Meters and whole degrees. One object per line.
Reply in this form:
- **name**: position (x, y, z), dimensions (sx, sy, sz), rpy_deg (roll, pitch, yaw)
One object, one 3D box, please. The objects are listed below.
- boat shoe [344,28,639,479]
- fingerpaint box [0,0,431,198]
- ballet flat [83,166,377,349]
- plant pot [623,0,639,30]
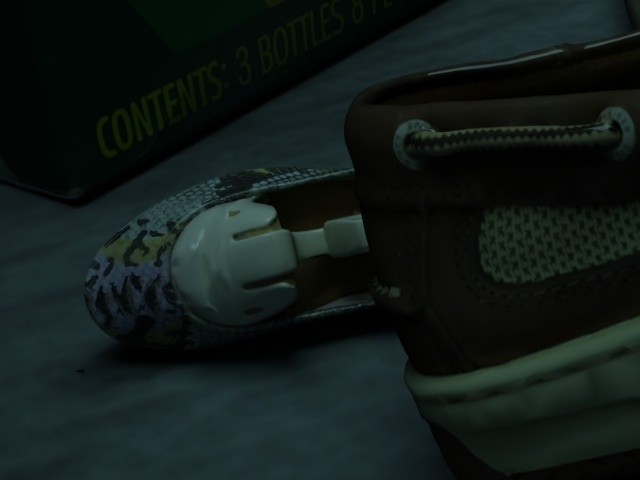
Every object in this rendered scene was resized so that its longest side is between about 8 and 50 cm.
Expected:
- **boat shoe**: position (0.120, -0.036, 0.309), dimensions (0.257, 0.095, 0.095), rpy_deg (-22, 10, 18)
- **fingerpaint box**: position (0.001, -0.280, 0.601), dimensions (0.163, 0.371, 0.445), rpy_deg (17, 38, 43)
- **ballet flat**: position (0.000, 0.000, 0.422), dimensions (0.114, 0.041, 0.041), rpy_deg (-12, 27, -3)
- **plant pot**: position (0.240, -0.185, 0.451), dimensions (0.280, 0.323, 0.323), rpy_deg (6, 28, -3)
